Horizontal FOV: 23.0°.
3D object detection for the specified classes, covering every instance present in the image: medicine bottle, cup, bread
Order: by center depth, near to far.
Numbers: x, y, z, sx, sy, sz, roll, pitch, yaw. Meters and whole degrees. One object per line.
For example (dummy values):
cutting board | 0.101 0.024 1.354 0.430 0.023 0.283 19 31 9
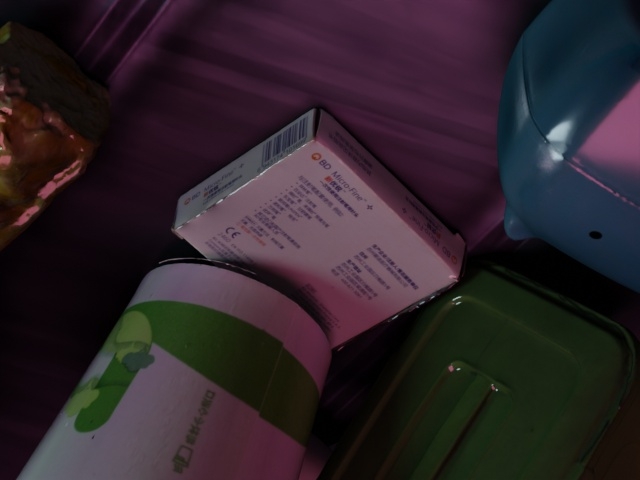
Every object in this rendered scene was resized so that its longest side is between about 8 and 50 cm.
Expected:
bread | -0.292 -0.038 1.249 0.267 0.130 0.152 -42 154 15
cup | -0.118 0.180 1.345 0.253 0.274 0.253 18 149 11
medicine bottle | 0.000 0.000 1.356 0.171 0.052 0.201 -33 121 28

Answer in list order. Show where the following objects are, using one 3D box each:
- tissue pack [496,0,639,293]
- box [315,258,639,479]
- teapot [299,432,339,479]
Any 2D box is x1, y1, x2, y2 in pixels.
tissue pack | 0.270 -0.064 1.186 0.287 0.198 0.206 26 127 -20
box | 0.150 0.210 1.346 0.178 0.252 0.329 36 86 -40
teapot | -0.066 0.256 1.528 0.298 0.139 0.204 -14 126 16
